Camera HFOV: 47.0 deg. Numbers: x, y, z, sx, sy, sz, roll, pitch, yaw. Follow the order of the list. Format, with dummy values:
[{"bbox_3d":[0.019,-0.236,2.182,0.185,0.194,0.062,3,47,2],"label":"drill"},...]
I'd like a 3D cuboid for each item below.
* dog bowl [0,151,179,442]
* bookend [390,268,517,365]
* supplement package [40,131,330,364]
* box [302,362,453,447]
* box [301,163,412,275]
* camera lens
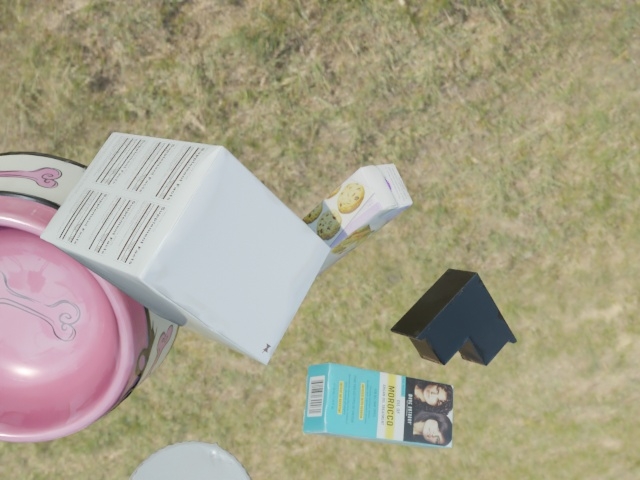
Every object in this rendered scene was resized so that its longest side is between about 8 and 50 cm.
[{"bbox_3d":[-0.404,0.095,1.005,0.408,0.150,0.408,1,112,2],"label":"dog bowl"},{"bbox_3d":[0.224,0.157,1.220,0.156,0.072,0.157,-44,113,-21],"label":"bookend"},{"bbox_3d":[-0.141,0.003,0.787,0.194,0.203,0.149,44,69,-42],"label":"supplement package"},{"bbox_3d":[0.093,0.254,1.114,0.244,0.100,0.060,16,159,-31],"label":"box"},{"bbox_3d":[0.000,0.000,1.041,0.063,0.067,0.324,-11,162,-40],"label":"box"},{"bbox_3d":[-0.220,0.462,1.211,0.219,0.219,0.274,-3,152,-15],"label":"camera lens"}]
